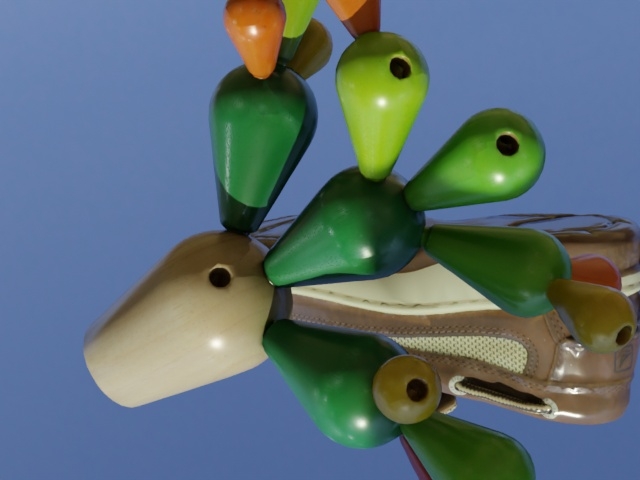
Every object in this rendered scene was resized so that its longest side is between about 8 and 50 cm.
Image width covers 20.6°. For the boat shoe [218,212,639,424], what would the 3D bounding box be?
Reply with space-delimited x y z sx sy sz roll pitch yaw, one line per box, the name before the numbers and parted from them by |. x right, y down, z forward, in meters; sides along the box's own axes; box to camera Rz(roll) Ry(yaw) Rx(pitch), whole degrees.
boat shoe | 0.029 0.040 0.782 0.095 0.095 0.257 -13 -170 -40

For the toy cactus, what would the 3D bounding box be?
toy cactus | 0.000 0.000 0.587 0.180 0.112 0.219 -30 -101 28
